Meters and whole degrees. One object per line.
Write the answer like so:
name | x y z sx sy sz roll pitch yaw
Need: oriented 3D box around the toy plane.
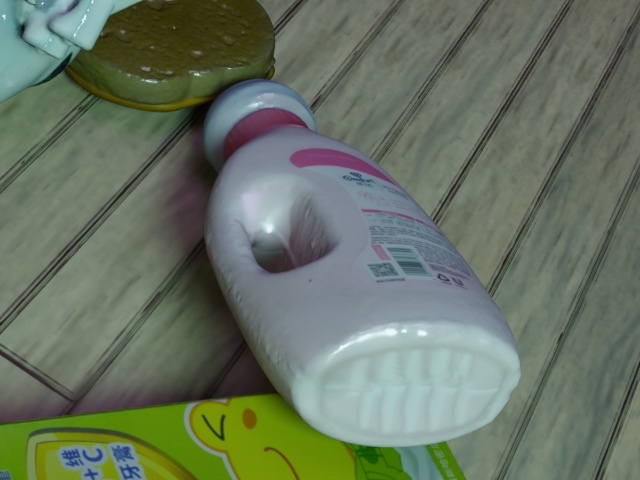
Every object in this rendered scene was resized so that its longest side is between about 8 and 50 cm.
toy plane | -0.176 -0.196 1.101 0.117 0.245 0.244 30 33 -42

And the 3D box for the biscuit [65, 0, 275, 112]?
biscuit | -0.121 -0.150 1.210 0.170 0.050 0.170 11 40 -10

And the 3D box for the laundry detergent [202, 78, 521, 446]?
laundry detergent | 0.000 0.000 1.035 0.159 0.088 0.335 3 28 -23

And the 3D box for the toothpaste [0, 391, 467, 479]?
toothpaste | -0.063 0.152 0.913 0.327 0.077 0.110 -3 51 -35
